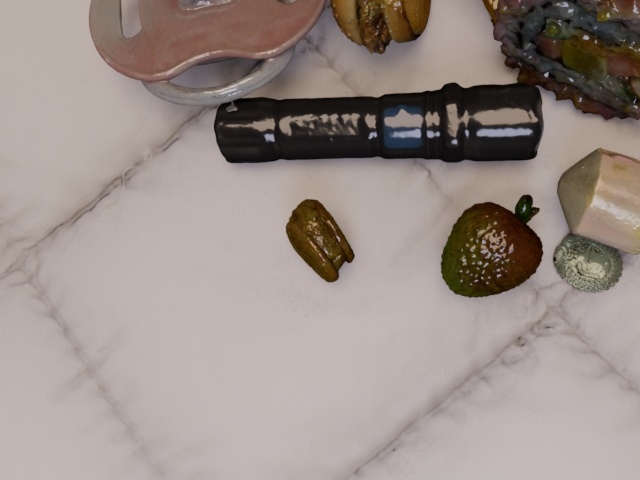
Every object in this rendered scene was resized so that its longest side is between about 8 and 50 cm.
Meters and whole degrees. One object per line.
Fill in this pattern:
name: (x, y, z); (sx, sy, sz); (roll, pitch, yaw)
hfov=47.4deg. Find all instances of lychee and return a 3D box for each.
lychee: (0.207, 0.007, 0.872); (0.114, 0.114, 0.146); (45, 100, 14)

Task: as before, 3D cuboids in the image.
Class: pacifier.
pacifier: (-0.154, -0.333, 0.950); (0.332, 0.220, 0.273); (-10, 122, 5)

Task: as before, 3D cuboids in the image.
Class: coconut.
coconut: (0.342, -0.050, 0.863); (0.122, 0.116, 0.116); (20, 83, 8)

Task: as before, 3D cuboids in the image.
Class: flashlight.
flashlight: (0.067, -0.144, 0.941); (0.424, 0.103, 0.103); (-1, 79, 11)

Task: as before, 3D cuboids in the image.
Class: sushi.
sushi: (0.351, -0.272, 0.848); (0.270, 0.236, 0.171); (29, 74, 11)

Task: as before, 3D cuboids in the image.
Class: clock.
clock: (0.332, 0.026, 0.901); (0.083, 0.010, 0.074); (37, 86, 14)

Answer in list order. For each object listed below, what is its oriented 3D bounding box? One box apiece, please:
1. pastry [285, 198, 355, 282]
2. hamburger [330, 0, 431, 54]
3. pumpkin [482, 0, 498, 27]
pastry: (0.000, 0.000, 0.916); (0.057, 0.097, 0.109); (-38, 108, -10)
hamburger: (0.074, -0.332, 0.934); (0.118, 0.182, 0.191); (-2, 86, 25)
pumpkin: (0.233, -0.422, 0.947); (0.149, 0.130, 0.254); (-25, 75, 4)
